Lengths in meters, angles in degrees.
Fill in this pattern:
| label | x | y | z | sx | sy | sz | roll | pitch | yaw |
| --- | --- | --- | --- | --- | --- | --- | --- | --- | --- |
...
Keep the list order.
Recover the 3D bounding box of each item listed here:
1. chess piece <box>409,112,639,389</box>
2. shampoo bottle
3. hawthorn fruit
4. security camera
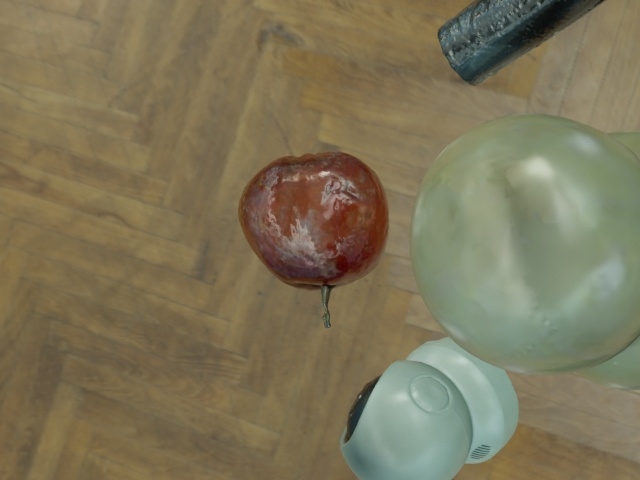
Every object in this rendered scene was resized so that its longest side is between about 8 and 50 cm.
| label | x | y | z | sx | sy | sz | roll | pitch | yaw |
| --- | --- | --- | --- | --- | --- | --- | --- | --- | --- |
| chess piece | 0.173 | 0.016 | 0.563 | 0.167 | 0.299 | 0.167 | -11 | 76 | 52 |
| shampoo bottle | 0.186 | -0.193 | 0.817 | 0.207 | 0.063 | 0.057 | -32 | 52 | 33 |
| hawthorn fruit | 0.000 | 0.000 | 1.670 | 0.242 | 0.242 | 0.272 | -16 | 77 | 18 |
| security camera | 0.138 | 0.258 | 1.505 | 0.194 | 0.236 | 0.195 | 26 | 128 | 38 |
